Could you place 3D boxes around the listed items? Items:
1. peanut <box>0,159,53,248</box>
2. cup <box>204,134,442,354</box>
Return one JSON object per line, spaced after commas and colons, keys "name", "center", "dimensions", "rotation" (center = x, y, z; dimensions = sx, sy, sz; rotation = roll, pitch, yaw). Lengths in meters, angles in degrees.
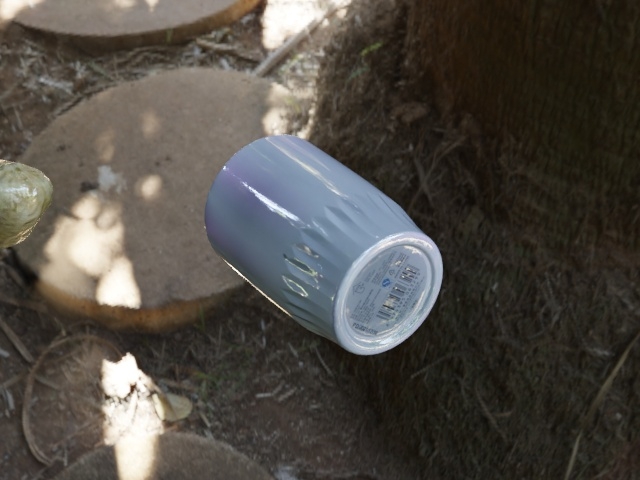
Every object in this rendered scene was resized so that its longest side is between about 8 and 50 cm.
{"name": "peanut", "center": [-0.544, -0.059, 1.346], "dimensions": [0.122, 0.253, 0.137], "rotation": [-17, 79, -40]}
{"name": "cup", "center": [0.000, 0.000, 1.254], "dimensions": [0.253, 0.253, 0.371], "rotation": [-29, 38, -21]}
